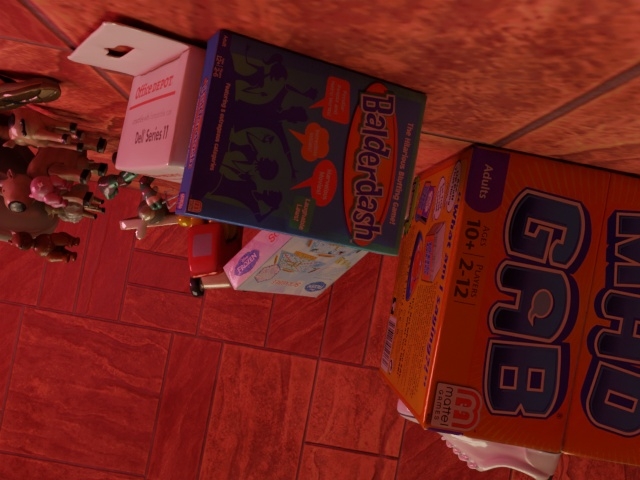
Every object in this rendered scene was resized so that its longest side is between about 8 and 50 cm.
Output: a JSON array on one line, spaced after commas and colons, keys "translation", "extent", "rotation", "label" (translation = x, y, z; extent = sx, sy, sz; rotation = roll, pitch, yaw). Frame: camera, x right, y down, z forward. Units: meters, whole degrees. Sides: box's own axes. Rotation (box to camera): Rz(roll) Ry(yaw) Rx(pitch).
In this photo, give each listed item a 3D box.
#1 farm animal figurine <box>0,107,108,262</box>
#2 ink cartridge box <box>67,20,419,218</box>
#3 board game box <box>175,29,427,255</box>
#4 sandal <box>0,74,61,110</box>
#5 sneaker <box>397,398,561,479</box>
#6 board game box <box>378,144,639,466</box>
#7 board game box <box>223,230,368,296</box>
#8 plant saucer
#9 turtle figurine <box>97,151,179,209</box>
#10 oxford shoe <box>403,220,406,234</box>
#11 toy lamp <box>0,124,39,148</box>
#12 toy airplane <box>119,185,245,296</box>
[{"translation": [-0.547, -0.137, 1.298], "extent": [0.172, 0.330, 0.327], "rotation": [13, -151, -4], "label": "farm animal figurine"}, {"translation": [-0.091, -0.112, 0.720], "extent": [0.353, 0.119, 0.207], "rotation": [11, 179, -30], "label": "ink cartridge box"}, {"translation": [-0.013, -0.081, 0.601], "extent": [0.210, 0.160, 0.047], "rotation": [11, 178, -24], "label": "board game box"}, {"translation": [-0.444, -0.214, 0.913], "extent": [0.180, 0.049, 0.072], "rotation": [-5, 179, 18], "label": "sandal"}, {"translation": [0.237, 0.306, 1.009], "extent": [0.258, 0.091, 0.094], "rotation": [10, 179, 26], "label": "sneaker"}, {"translation": [0.315, 0.090, 0.976], "extent": [0.356, 0.357, 0.356], "rotation": [11, 179, -3], "label": "board game box"}, {"translation": [0.000, 0.000, 1.438], "extent": [0.318, 0.318, 0.066], "rotation": [14, -141, -57], "label": "board game box"}, {"translation": [-0.724, -0.168, 1.408], "extent": [0.400, 0.100, 0.400], "rotation": [42, -166, -13], "label": "plant saucer"}, {"translation": [-0.344, -0.149, 1.348], "extent": [0.234, 0.118, 0.175], "rotation": [-3, -146, 29], "label": "turtle figurine"}, {"translation": [0.308, -0.015, 1.271], "extent": [0.348, 0.123, 0.130], "rotation": [21, 166, 11], "label": "oxford shoe"}, {"translation": [-0.665, -0.224, 1.350], "extent": [0.080, 0.080, 0.274], "rotation": [10, 179, 32], "label": "toy lamp"}, {"translation": [-0.242, -0.074, 1.580], "extent": [0.386, 0.273, 0.384], "rotation": [-32, -143, -32], "label": "toy airplane"}]
